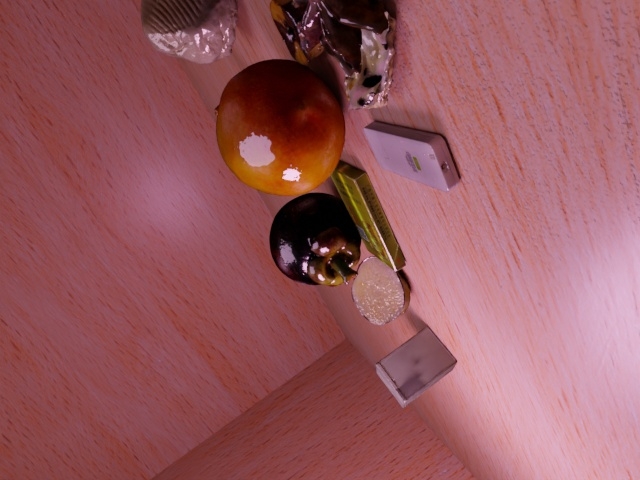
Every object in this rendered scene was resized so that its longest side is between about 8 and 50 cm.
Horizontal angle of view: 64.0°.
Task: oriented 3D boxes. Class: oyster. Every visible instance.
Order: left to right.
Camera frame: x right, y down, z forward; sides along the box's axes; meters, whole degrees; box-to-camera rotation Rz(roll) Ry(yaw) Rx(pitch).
[{"bbox_3d":[0.088,-0.283,0.826,0.132,0.072,0.209,57,153,38],"label":"oyster"}]

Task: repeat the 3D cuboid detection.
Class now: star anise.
[{"bbox_3d":[0.009,-0.381,0.749,0.288,0.088,0.288,46,149,38],"label":"star anise"}]

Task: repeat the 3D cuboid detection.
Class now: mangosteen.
[{"bbox_3d":[-0.014,-0.004,1.559,0.296,0.297,0.313,56,177,-3],"label":"mangosteen"}]

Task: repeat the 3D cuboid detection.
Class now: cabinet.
[{"bbox_3d":[0.302,0.405,1.637,0.145,0.206,0.150,52,170,24],"label":"cabinet"}]

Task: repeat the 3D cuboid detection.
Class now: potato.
[{"bbox_3d":[0.201,0.150,1.568,0.117,0.182,0.202,-2,-126,-49],"label":"potato"}]

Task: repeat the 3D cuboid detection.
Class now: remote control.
[{"bbox_3d":[0.160,-0.160,0.950,0.103,0.034,0.250,61,170,-26],"label":"remote control"}]

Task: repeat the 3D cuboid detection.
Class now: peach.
[{"bbox_3d":[-0.087,-0.251,1.149,0.307,0.308,0.332,58,161,-12],"label":"peach"}]

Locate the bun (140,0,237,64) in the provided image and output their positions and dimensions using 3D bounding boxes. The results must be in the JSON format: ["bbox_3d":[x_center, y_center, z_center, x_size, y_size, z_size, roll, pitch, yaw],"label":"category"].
[{"bbox_3d":[-0.344,-0.610,1.404,0.281,0.281,0.205,53,-165,19],"label":"bun"}]

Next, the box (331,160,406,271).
[{"bbox_3d":[0.127,-0.069,1.407,0.311,0.043,0.173,62,169,-29],"label":"box"}]

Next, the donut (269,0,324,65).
[{"bbox_3d":[-0.043,-0.419,1.018,0.140,0.059,0.140,53,171,13],"label":"donut"}]

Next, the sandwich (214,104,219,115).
[{"bbox_3d":[-0.236,-0.402,1.677,0.292,0.212,0.109,67,159,15],"label":"sandwich"}]
